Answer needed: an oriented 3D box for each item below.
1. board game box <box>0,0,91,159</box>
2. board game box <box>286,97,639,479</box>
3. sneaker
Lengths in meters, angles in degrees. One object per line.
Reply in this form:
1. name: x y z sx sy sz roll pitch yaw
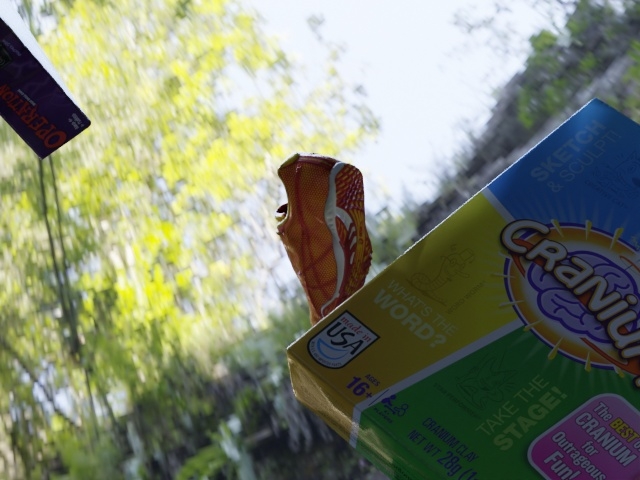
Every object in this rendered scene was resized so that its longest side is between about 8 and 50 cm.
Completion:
1. board game box: -0.280 -0.223 1.099 0.056 0.347 0.208 -39 -34 3
2. board game box: 0.173 0.063 1.159 0.316 0.242 0.064 -39 -34 -22
3. sneaker: 0.000 0.000 1.301 0.067 0.064 0.175 19 -46 24
